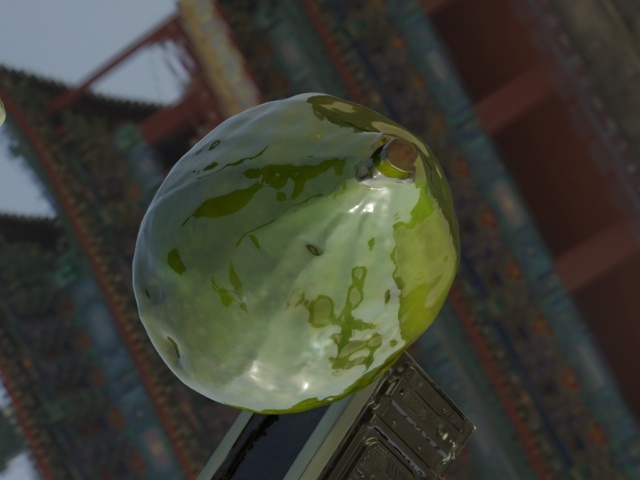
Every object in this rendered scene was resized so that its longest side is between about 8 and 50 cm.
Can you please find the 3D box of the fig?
[{"bbox_3d":[0.011,0.012,1.398,0.233,0.314,0.233,1,-91,-41],"label":"fig"}]

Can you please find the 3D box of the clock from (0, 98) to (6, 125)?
[{"bbox_3d":[-0.285,-0.105,1.337,0.062,0.191,0.151,-36,-93,-22],"label":"clock"}]

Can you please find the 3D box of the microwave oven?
[{"bbox_3d":[0.010,0.193,1.655,0.162,0.122,0.208,47,-111,-35],"label":"microwave oven"}]
